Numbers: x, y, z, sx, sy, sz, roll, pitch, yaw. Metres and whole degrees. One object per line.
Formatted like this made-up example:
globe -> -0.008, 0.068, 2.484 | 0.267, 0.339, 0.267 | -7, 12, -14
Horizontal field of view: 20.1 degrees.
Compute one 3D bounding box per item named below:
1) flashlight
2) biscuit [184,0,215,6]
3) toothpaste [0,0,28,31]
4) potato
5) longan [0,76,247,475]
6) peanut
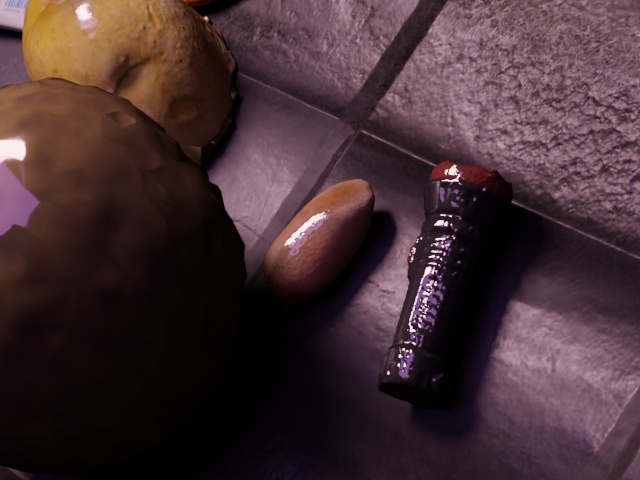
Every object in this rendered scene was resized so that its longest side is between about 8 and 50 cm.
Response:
flashlight -> 0.112, 0.042, 1.708 | 0.093, 0.093, 0.232 | 7, 70, 39
biscuit -> -0.114, -0.345, 2.160 | 0.224, 0.033, 0.144 | -33, 47, 13
toothpaste -> -0.392, -0.312, 2.333 | 0.299, 0.073, 0.114 | 9, 68, 32
potato -> -0.234, -0.214, 2.047 | 0.242, 0.242, 0.285 | -37, 44, 12
longan -> -0.255, 0.035, 1.794 | 0.391, 0.391, 0.391 | -19, 53, 27
peanut -> 0.000, 0.000, 1.828 | 0.152, 0.076, 0.076 | -52, 45, 1
